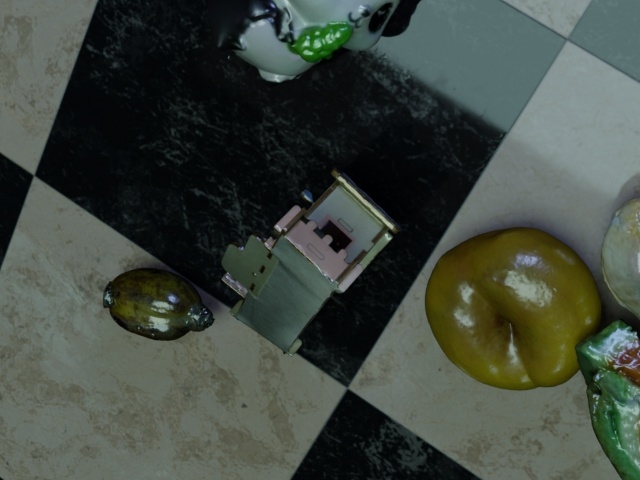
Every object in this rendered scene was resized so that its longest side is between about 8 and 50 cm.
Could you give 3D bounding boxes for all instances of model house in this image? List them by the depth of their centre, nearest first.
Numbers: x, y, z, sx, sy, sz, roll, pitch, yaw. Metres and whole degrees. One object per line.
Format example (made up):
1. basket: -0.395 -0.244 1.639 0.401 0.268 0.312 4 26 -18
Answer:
1. model house: 0.000 0.000 1.380 0.169 0.244 0.326 43 152 6

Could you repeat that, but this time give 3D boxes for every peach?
1. peach: 0.275 0.101 1.350 0.251 0.153 0.251 9 110 26

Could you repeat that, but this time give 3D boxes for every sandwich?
1. sandwich: 0.461 0.268 1.228 0.301 0.162 0.250 32 162 43

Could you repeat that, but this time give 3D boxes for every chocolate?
1. chocolate: 0.480 0.084 1.269 0.134 0.134 0.309 -30 97 28

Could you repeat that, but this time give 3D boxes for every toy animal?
1. toy animal: -0.012 -0.332 1.275 0.266 0.212 0.213 -14 103 33

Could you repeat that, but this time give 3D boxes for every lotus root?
1. lotus root: -0.272 0.108 1.594 0.209 0.120 0.120 13 113 17
